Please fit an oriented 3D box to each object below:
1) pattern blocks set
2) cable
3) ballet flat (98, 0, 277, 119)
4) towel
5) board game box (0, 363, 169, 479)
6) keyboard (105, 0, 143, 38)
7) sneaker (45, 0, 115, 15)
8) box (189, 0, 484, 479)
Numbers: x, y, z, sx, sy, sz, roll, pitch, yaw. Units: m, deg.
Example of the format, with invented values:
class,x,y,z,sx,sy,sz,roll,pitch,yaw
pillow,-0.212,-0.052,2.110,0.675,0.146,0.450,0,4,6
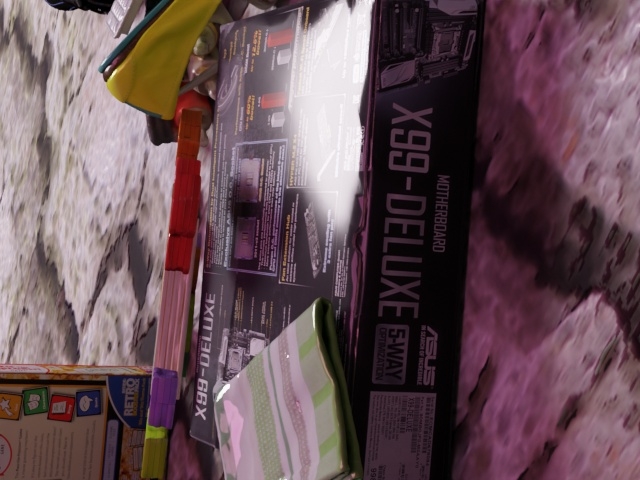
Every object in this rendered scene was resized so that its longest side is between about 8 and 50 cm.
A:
class,x,y,z,sx,sy,sz,roll,pitch,yaw
pattern blocks set,-0.112,0.043,1.049,0.325,0.026,0.286,-110,27,-75
cable,-0.125,-0.193,1.211,0.287,0.072,0.139,-98,13,-48
ballet flat,-0.078,-0.189,1.043,0.231,0.077,0.077,-55,8,-15
towel,-0.025,0.113,0.806,0.152,0.023,0.113,-47,48,51
board game box,-0.231,0.184,1.185,0.045,0.193,0.147,10,95,63
keyboard,-0.130,-0.298,1.175,0.256,0.014,0.072,-63,28,11
sneaker,-0.240,-0.270,1.388,0.232,0.081,0.091,-24,59,59
box,0.000,0.000,0.883,0.242,0.076,0.308,3,89,63
